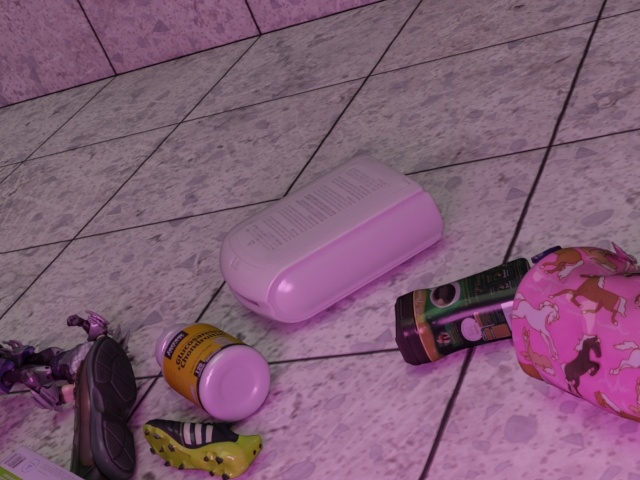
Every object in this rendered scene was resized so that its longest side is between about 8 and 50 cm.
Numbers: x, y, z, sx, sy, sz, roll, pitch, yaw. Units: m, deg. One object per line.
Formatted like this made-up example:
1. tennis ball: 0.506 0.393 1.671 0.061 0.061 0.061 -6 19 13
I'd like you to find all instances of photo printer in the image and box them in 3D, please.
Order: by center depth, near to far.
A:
1. photo printer: 0.000 0.000 1.720 0.308 0.107 0.256 -31 25 -11

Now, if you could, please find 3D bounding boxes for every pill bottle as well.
1. pill bottle: -0.152 0.169 1.533 0.103 0.103 0.184 -36 27 -22

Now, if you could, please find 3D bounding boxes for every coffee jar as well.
1. coffee jar: 0.181 0.090 1.414 0.184 0.079 0.096 -17 29 14

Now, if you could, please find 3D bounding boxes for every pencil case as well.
1. pencil case: 0.365 0.108 1.130 0.160 0.167 0.386 -1 11 -32

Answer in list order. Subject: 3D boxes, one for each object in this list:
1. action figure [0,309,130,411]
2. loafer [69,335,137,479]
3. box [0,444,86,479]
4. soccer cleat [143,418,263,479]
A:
1. action figure: -0.407 0.189 1.735 0.285 0.099 0.185 -7 25 28
2. loafer: -0.307 0.233 1.549 0.084 0.096 0.267 -34 32 12
3. box: -0.343 0.372 1.280 0.231 0.126 0.262 -41 30 -29
4. soccer cleat: -0.148 0.254 1.429 0.179 0.060 0.072 8 31 40
